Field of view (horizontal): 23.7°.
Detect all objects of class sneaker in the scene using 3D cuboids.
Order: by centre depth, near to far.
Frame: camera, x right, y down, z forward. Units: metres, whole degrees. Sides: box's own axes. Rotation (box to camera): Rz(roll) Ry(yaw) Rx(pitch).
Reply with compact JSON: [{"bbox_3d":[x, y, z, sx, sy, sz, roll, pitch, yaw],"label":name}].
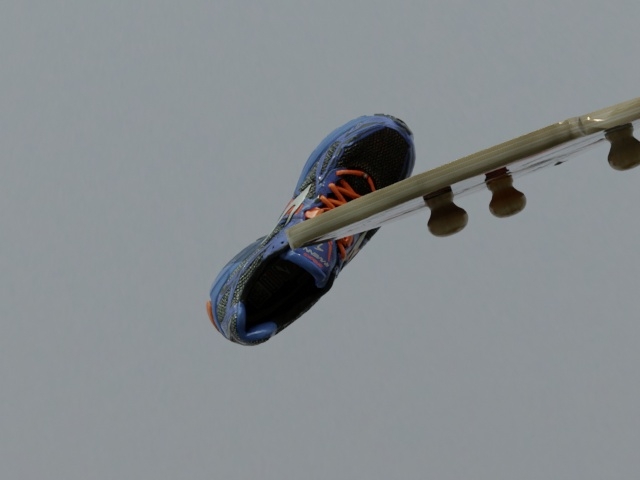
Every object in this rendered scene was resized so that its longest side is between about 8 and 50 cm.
[{"bbox_3d":[0.000,0.000,1.169,0.083,0.087,0.221,35,-83,-14],"label":"sneaker"}]

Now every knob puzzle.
[{"bbox_3d":[0.075,-0.022,0.725,0.213,0.213,0.030,-20,-92,2],"label":"knob puzzle"}]
